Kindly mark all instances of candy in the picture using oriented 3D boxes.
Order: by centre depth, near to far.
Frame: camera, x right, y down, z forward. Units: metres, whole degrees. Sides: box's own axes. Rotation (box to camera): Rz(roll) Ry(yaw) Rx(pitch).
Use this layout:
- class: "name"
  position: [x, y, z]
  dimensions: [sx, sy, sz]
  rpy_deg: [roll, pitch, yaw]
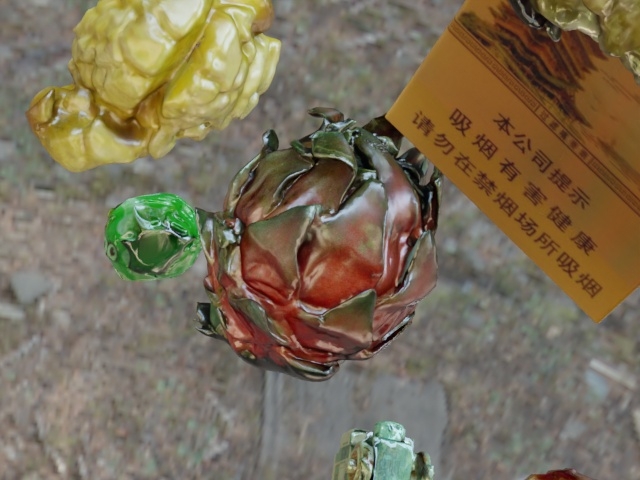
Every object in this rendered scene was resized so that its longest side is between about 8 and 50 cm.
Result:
- class: "candy"
  position: [-0.055, -0.006, 1.806]
  dimensions: [0.323, 0.097, 0.097]
  rpy_deg: [-1, 51, -3]

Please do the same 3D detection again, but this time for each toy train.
- class: "toy train"
  position: [0.044, 0.257, 1.565]
  dimensions: [0.081, 0.125, 0.194]
  rpy_deg: [11, 75, -10]

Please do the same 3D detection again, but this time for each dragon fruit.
- class: "dragon fruit"
  position: [-0.001, 0.007, 1.268]
  dimensions: [0.182, 0.188, 0.182]
  rpy_deg: [1, 49, -1]

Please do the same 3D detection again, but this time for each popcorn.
- class: "popcorn"
  position: [-0.183, -0.206, 2.067]
  dimensions: [0.332, 0.265, 0.225]
  rpy_deg: [-40, 101, -15]

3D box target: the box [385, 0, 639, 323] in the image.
- class: "box"
  position: [0.160, -0.091, 0.928]
  dimensions: [0.174, 0.274, 0.076]
  rpy_deg: [44, 57, 5]

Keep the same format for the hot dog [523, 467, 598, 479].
- class: "hot dog"
  position: [0.234, 0.292, 1.043]
  dimensions: [0.196, 0.365, 0.367]
  rpy_deg: [-44, 104, -14]

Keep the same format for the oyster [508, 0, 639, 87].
- class: "oyster"
  position: [0.177, -0.055, 0.643]
  dimensions: [0.345, 0.079, 0.128]
  rpy_deg: [47, 52, -23]
